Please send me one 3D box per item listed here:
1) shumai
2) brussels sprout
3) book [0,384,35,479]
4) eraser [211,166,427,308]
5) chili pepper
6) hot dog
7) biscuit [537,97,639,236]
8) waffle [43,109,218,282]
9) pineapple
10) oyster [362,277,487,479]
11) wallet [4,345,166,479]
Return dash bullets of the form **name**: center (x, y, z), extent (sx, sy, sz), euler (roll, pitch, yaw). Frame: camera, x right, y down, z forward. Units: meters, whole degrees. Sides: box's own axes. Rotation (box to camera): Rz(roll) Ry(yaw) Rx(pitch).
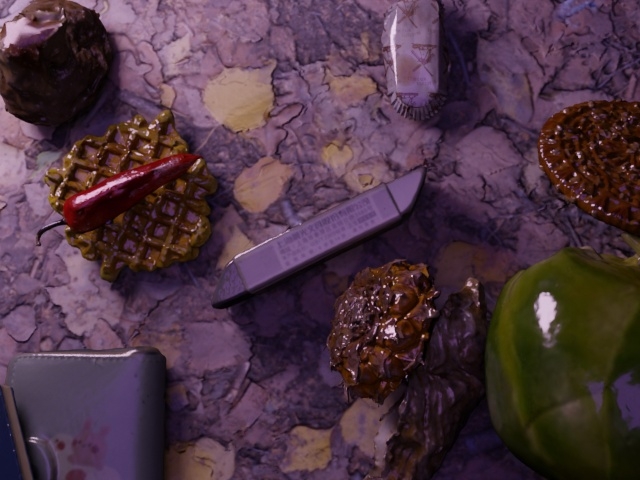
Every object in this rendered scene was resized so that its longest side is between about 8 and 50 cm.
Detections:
- **shumai**: center (-0.415, -0.283, 1.247), extent (0.167, 0.175, 0.205), euler (4, 79, 8)
- **brussels sprout**: center (0.387, 0.173, 1.027), extent (0.372, 0.276, 0.314), euler (1, 64, -3)
- **book**: center (-0.480, 0.449, 1.148), extent (0.300, 0.039, 0.427), euler (-30, 69, 20)
- **eraser**: center (0.000, 0.000, 1.195), extent (0.352, 0.089, 0.061), euler (-26, 83, 3)
- **chili pepper**: center (-0.291, -0.064, 1.211), extent (0.268, 0.050, 0.059), euler (-26, 77, -2)
- **hot dog**: center (0.140, -0.268, 1.233), extent (0.099, 0.053, 0.192), euler (-4, 84, 8)
- **biscuit**: center (0.426, -0.098, 1.081), extent (0.306, 0.038, 0.305), euler (4, 40, -4)
- **waffle**: center (-0.274, -0.065, 1.257), extent (0.243, 0.059, 0.237), euler (-23, 80, 3)
- **pineapple**: center (0.070, 0.110, 1.109), extent (0.076, 0.225, 0.224), euler (25, 85, -21)
- **oyster**: center (0.149, 0.217, 1.124), extent (0.110, 0.166, 0.341), euler (31, 75, 13)
- **wallet**: center (-0.346, 0.331, 1.200), extent (0.252, 0.083, 0.360), euler (-1, 81, 3)
